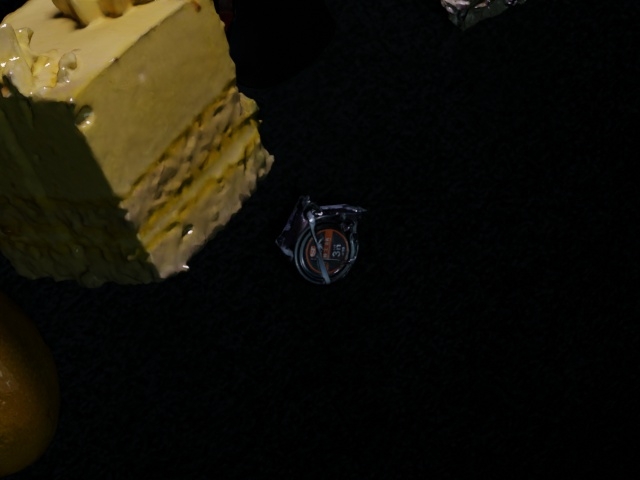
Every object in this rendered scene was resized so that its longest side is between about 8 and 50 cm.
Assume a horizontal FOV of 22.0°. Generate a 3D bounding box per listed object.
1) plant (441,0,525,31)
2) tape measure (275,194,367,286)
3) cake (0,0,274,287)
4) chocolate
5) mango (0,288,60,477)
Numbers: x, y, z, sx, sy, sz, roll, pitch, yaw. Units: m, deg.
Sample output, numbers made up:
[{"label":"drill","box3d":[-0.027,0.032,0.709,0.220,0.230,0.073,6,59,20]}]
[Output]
[{"label":"plant","box3d":[0.192,-0.266,1.724,0.104,0.122,0.116,33,87,-40]},{"label":"tape measure","box3d":[-0.001,0.002,1.776,0.091,0.054,0.094,12,98,-24]},{"label":"cake","box3d":[-0.211,-0.131,1.507,0.227,0.222,0.286,-50,127,-36]},{"label":"chocolate","box3d":[-0.054,-0.230,1.656,0.125,0.080,0.149,-1,103,-34]},{"label":"mango","box3d":[-0.367,0.111,1.629,0.177,0.120,0.295,-28,116,-2]}]
